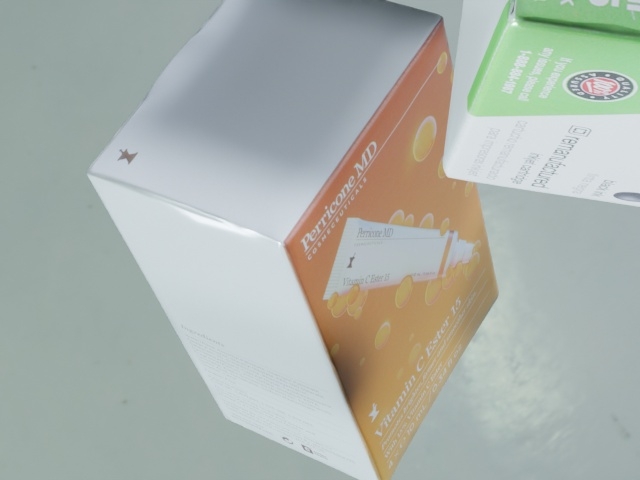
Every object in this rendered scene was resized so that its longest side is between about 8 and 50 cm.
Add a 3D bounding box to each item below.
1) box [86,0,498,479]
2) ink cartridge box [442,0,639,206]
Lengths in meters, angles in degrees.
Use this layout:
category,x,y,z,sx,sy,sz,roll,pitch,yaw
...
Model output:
category,x,y,z,sx,sy,sz,roll,pitch,yaw
box,0.000,0.000,1.034,0.168,0.215,0.345,20,152,28
ink cartridge box,0.200,-0.083,0.541,0.273,0.198,0.115,8,77,1
